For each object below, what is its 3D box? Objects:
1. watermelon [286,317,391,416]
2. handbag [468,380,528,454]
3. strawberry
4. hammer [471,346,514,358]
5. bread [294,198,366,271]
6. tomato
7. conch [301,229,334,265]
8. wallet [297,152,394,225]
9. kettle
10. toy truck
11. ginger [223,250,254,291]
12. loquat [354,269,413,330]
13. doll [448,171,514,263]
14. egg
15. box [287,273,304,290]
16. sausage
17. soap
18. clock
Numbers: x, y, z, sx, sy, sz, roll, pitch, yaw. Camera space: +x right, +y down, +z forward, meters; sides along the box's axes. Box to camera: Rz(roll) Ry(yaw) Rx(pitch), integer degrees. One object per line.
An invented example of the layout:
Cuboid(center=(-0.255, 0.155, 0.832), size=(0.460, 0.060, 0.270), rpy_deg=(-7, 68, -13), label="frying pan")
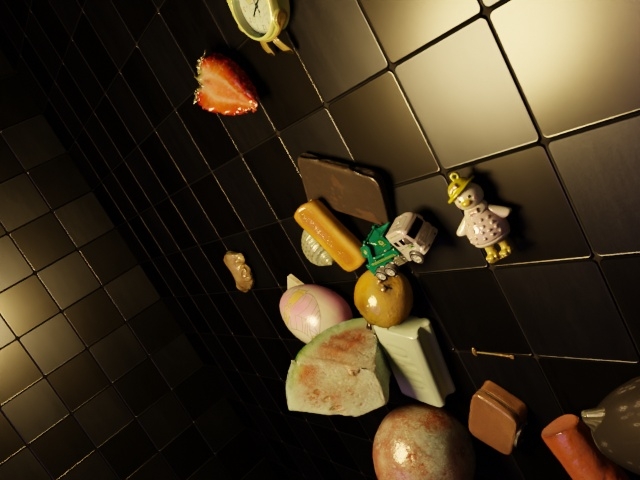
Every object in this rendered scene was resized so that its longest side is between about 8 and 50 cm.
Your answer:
Cuboid(center=(0.097, 0.390, 1.597), size=(0.258, 0.387, 0.229), rpy_deg=(39, 137, 45), label="watermelon")
Cuboid(center=(0.479, 0.483, 1.474), size=(0.151, 0.072, 0.193), rpy_deg=(29, 140, 34), label="handbag")
Cuboid(center=(-0.247, -0.439, 1.523), size=(0.228, 0.098, 0.175), rpy_deg=(15, 117, 30), label="strawberry")
Cuboid(center=(0.439, 0.289, 1.395), size=(0.123, 0.014, 0.029), rpy_deg=(-5, 125, 52), label="hammer")
Cuboid(center=(0.033, -0.020, 1.535), size=(0.239, 0.074, 0.092), rpy_deg=(46, 126, -11), label="bread")
Cuboid(center=(0.305, 0.644, 1.634), size=(0.282, 0.316, 0.317), rpy_deg=(-29, 96, 40), label="tomato")
Cuboid(center=(-0.003, 0.004, 1.625), size=(0.153, 0.102, 0.135), rpy_deg=(47, 133, 11), label="conch")
Cuboid(center=(0.060, -0.138, 1.452), size=(0.309, 0.042, 0.165), rpy_deg=(22, 138, 43), label="wallet")
Cuboid(center=(0.662, 0.365, 1.022), size=(0.268, 0.207, 0.290), rpy_deg=(23, 152, -3), label="kettle")
Cuboid(center=(0.179, 0.008, 1.346), size=(0.116, 0.110, 0.216), rpy_deg=(39, 148, -11), label="toy truck")
Cuboid(center=(-0.316, 0.134, 2.187), size=(0.137, 0.074, 0.213), rpy_deg=(25, 135, 52), label="ginger")
Cuboid(center=(0.172, 0.145, 1.486), size=(0.172, 0.149, 0.205), rpy_deg=(-143, 63, -63), label="loquat")
Cuboid(center=(0.330, -0.054, 1.140), size=(0.129, 0.081, 0.207), rpy_deg=(-30, 94, 40), label="doll")
Cuboid(center=(-0.020, 0.238, 1.780), size=(0.271, 0.196, 0.196), rpy_deg=(30, 142, 27), label="egg")
Cuboid(center=(-0.082, 0.204, 1.990), size=(0.090, 0.024, 0.167), rpy_deg=(35, 144, 28), label="box")
Cuboid(center=(0.638, 0.536, 1.281), size=(0.259, 0.113, 0.113), rpy_deg=(53, 149, 4), label="sausage")
Cuboid(center=(0.272, 0.340, 1.578), size=(0.159, 0.087, 0.266), rpy_deg=(8, 130, 49), label="soap")
Cuboid(center=(-0.139, -0.547, 1.292), size=(0.170, 0.069, 0.232), rpy_deg=(13, 131, 46), label="clock")
